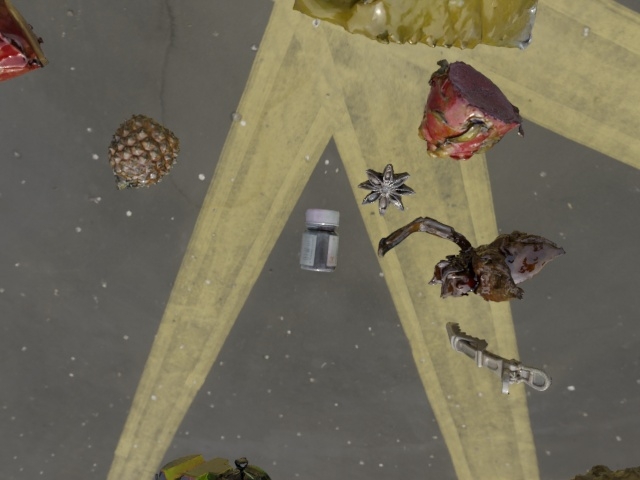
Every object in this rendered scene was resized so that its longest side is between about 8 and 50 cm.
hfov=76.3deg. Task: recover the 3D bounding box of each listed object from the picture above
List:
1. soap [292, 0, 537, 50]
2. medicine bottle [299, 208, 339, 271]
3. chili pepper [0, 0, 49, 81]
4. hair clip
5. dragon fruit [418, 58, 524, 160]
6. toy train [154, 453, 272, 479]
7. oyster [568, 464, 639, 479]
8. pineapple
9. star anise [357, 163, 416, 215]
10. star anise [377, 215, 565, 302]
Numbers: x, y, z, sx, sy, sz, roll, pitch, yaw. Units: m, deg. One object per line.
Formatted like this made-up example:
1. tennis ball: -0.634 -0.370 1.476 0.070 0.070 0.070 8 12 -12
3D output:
1. soap: 0.162 -0.316 0.595 0.339 0.169 0.304 -39 147 -2
2. medicine bottle: 0.000 0.000 1.820 0.165 0.165 0.272 6 88 4
3. chili pepper: -0.488 -0.243 0.490 0.253 0.136 0.144 -20 161 3
4. hair clip: 0.255 0.183 0.664 0.072 0.226 0.034 -4 101 -18
5. dragon fruit: 0.446 -0.378 1.329 0.314 0.296 0.263 58 138 15
6. toy train: -0.146 0.439 0.528 0.161 0.295 0.100 -3 166 19
7. oyster: 0.331 0.259 0.370 0.223 0.083 0.214 -13 169 43
8. pineapple: -0.442 -0.203 0.995 0.166 0.166 0.193 34 84 -15
9. star anise: 0.285 -0.232 1.767 0.236 0.108 0.223 28 124 -5
10. star anise: 0.288 0.042 0.813 0.347 0.237 0.148 10 104 8
